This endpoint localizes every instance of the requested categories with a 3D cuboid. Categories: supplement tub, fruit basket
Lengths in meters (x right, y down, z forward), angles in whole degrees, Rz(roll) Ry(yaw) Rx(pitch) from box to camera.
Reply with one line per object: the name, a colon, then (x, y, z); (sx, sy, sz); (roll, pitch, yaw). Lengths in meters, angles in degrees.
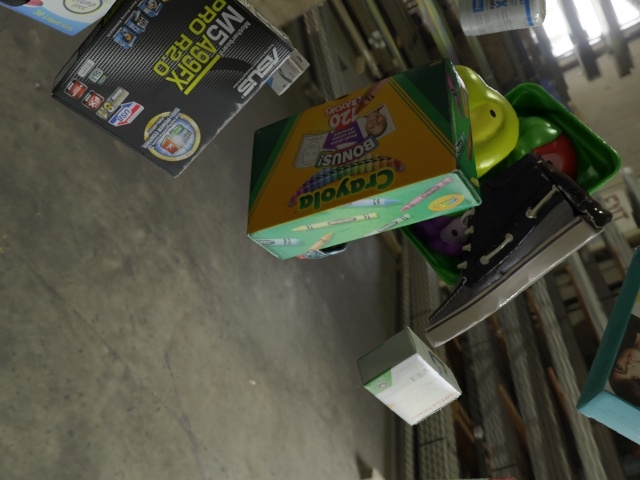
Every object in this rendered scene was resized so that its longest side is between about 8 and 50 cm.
supplement tub: (0.251, -0.324, 0.925); (0.071, 0.107, 0.071); (6, 83, -62)
fruit basket: (0.285, -0.126, 1.155); (0.283, 0.392, 0.392); (53, 12, 28)

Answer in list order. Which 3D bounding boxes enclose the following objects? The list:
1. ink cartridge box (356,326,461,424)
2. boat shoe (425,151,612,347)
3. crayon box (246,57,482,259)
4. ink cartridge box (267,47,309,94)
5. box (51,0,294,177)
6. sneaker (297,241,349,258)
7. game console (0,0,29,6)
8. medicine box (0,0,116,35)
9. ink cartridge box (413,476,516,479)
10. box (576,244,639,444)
ink cartridge box: (0.212, 0.327, 1.596); (0.212, 0.154, 0.093); (45, 17, -32)
boat shoe: (0.259, 0.014, 1.029); (0.158, 0.340, 0.127); (54, 28, 15)
crayon box: (0.046, -0.093, 0.826); (0.081, 0.278, 0.165); (40, 42, -48)
ink cartridge box: (-0.067, -0.335, 1.332); (0.048, 0.083, 0.028); (46, 22, -6)
box: (-0.206, -0.247, 0.945); (0.216, 0.270, 0.060); (36, 21, -33)
sneaker: (0.000, 0.000, 1.337); (0.125, 0.104, 0.262); (28, -2, 21)
game console: (-0.407, -0.343, 0.642); (0.361, 0.044, 0.213); (42, 14, 10)
medicine box: (-0.392, -0.486, 1.035); (0.263, 0.289, 0.149); (8, 60, -68)
ink cartridge box: (0.213, 0.445, 1.036); (0.128, 0.176, 0.127); (12, 70, -66)
box: (0.370, 0.100, 0.725); (0.244, 0.101, 0.060); (-54, 168, -32)
